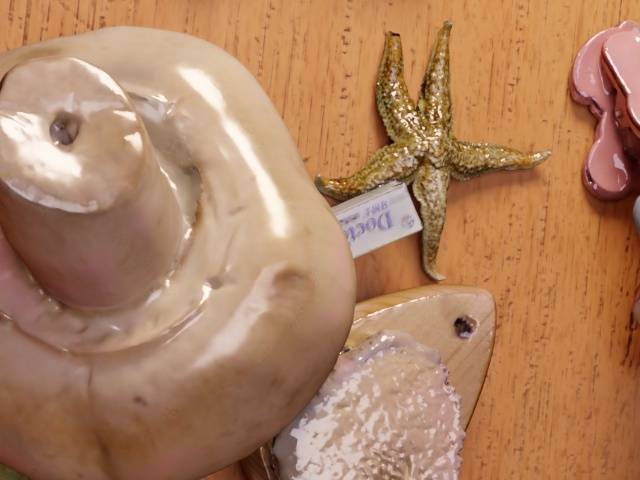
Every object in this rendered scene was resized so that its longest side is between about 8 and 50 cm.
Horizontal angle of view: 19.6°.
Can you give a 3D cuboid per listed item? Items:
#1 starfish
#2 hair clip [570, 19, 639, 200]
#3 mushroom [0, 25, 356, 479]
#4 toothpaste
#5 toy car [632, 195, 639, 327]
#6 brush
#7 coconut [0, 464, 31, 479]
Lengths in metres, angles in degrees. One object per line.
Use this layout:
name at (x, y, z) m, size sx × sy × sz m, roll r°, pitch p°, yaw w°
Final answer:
starfish at (0.098, -0.077, 1.589) m, size 0.217 × 0.050 × 0.223 m, roll -5°, pitch 93°, yaw -25°
hair clip at (0.279, -0.114, 1.654) m, size 0.123 × 0.102 × 0.138 m, roll -18°, pitch 60°, yaw -20°
mushroom at (-0.133, 0.000, 1.355) m, size 0.325 × 0.353 × 0.353 m, roll 16°, pitch 82°, yaw -21°
toothpaste at (0.000, 0.000, 1.536) m, size 0.164 × 0.034 × 0.046 m, roll -23°, pitch 100°, yaw -7°
toy car at (0.368, 0.007, 1.570) m, size 0.212 × 0.180 × 0.270 m, roll -11°, pitch 125°, yaw -10°
brush at (0.061, 0.127, 1.497) m, size 0.266 × 0.166 × 0.174 m, roll -46°, pitch 100°, yaw -18°
coconut at (-0.195, 0.220, 1.464) m, size 0.158 × 0.055 × 0.133 m, roll 17°, pitch 80°, yaw -15°
